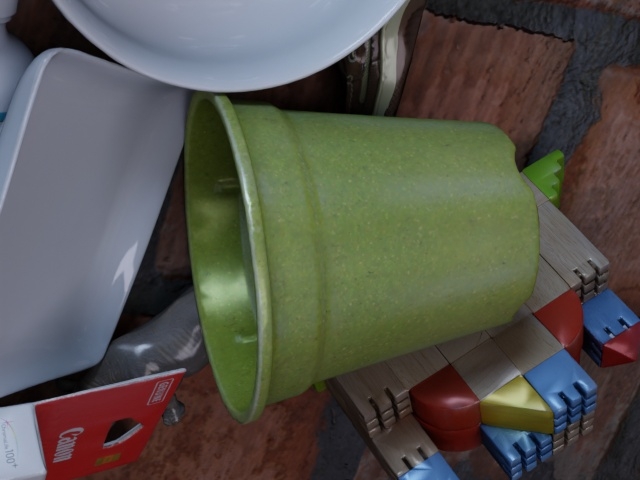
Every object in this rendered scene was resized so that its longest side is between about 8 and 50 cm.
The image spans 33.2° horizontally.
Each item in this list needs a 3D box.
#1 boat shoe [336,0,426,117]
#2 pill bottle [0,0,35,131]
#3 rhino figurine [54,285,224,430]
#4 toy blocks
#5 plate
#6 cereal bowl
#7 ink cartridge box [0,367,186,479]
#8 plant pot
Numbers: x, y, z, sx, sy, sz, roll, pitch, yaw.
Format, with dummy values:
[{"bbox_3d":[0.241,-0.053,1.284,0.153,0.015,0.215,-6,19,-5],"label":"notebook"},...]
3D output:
[{"bbox_3d":[0.041,-0.192,0.975,0.095,0.095,0.257,16,121,3],"label":"boat shoe"},{"bbox_3d":[-0.296,-0.077,0.806,0.146,0.146,0.264,6,113,-31],"label":"pill bottle"},{"bbox_3d":[-0.163,0.123,1.040,0.243,0.073,0.106,-33,131,-6],"label":"rhino figurine"},{"bbox_3d":[0.162,0.110,1.060,0.381,0.261,0.191,-31,145,-10],"label":"toy blocks"},{"bbox_3d":[-0.205,-0.013,0.854,0.278,0.045,0.277,-68,167,8],"label":"plate"},{"bbox_3d":[-0.073,-0.290,0.800,0.339,0.141,0.339,-11,118,-20],"label":"cereal bowl"},{"bbox_3d":[-0.260,0.211,0.937,0.261,0.066,0.296,-9,157,-22],"label":"ink cartridge box"},{"bbox_3d":[0.035,-0.002,0.911,0.254,0.276,0.276,-7,120,-16],"label":"plant pot"}]
